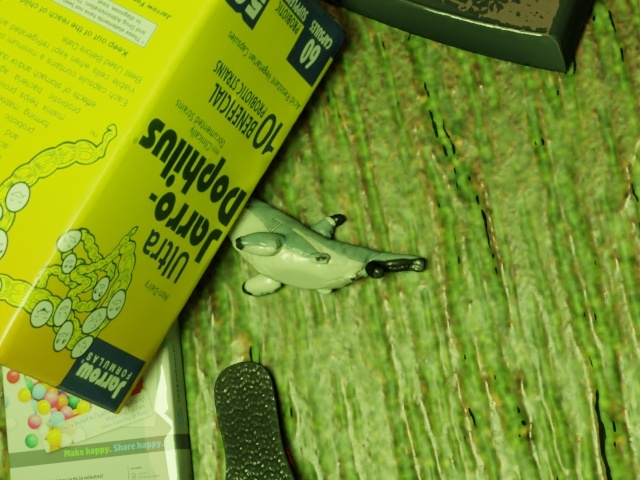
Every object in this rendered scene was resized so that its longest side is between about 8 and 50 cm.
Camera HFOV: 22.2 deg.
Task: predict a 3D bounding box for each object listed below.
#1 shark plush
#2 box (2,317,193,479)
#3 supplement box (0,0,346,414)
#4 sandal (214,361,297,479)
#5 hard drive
[{"bbox_3d":[0.000,0.000,1.281,0.161,0.073,0.067,2,53,20],"label":"shark plush"},{"bbox_3d":[-0.182,0.129,1.317,0.145,0.038,0.186,-7,80,13],"label":"box"},{"bbox_3d":[-0.172,-0.081,1.229,0.195,0.194,0.356,29,85,26],"label":"supplement box"},{"bbox_3d":[-0.047,0.184,1.281,0.067,0.040,0.179,-10,66,7],"label":"sandal"},{"bbox_3d":[0.100,-0.247,1.284,0.255,0.054,0.172,21,88,16],"label":"hard drive"}]
